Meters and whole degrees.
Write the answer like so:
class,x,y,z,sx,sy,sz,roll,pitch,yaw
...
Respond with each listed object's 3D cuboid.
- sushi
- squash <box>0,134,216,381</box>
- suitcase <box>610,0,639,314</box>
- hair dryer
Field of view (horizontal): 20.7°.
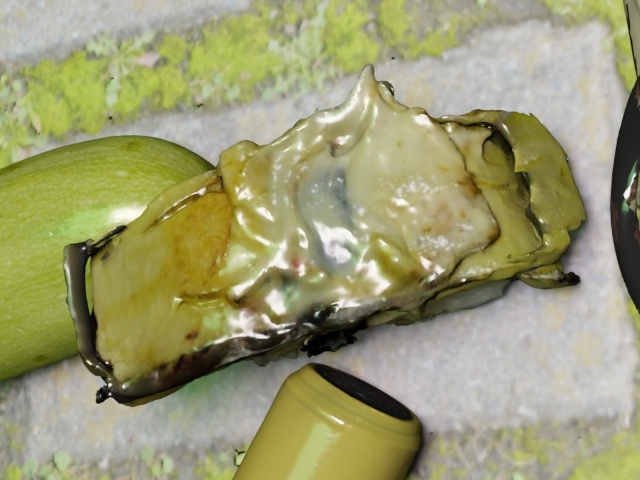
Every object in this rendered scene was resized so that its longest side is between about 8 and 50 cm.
class,x,y,z,sx,sy,sz,roll,pitch,yaw
sushi,-0.001,-0.002,0.981,0.291,0.131,0.139,-18,72,8
squash,-0.160,0.004,1.109,0.247,0.132,0.133,-21,70,25
suitcase,0.264,-0.058,0.793,0.339,0.194,0.352,136,134,-56
hair dryer,0.068,0.188,0.964,0.278,0.090,0.135,30,96,26
